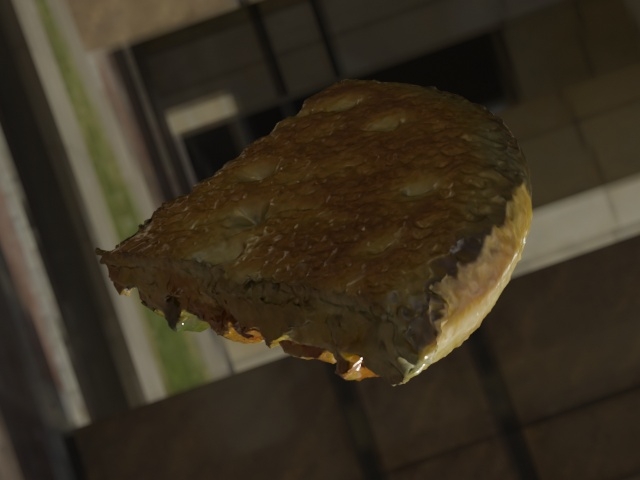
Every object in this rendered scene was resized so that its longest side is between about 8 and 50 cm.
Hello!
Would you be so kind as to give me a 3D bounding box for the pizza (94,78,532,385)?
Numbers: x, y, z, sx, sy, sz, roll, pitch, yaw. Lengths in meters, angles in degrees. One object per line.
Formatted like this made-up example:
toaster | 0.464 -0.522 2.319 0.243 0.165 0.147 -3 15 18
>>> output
pizza | 0.000 0.000 0.889 0.292 0.197 0.058 -104 176 -66
